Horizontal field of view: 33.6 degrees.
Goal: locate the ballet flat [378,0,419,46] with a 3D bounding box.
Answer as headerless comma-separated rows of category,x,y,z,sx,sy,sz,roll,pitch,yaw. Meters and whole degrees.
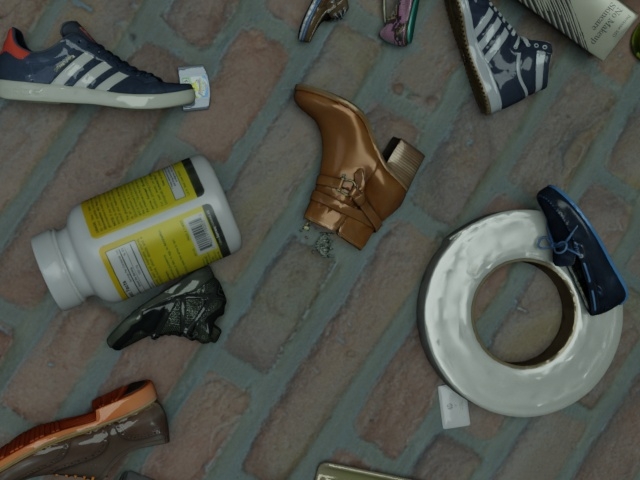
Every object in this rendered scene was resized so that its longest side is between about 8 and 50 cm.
ballet flat,0.160,-0.471,1.972,0.079,0.077,0.222,17,88,13

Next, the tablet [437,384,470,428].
tablet,0.253,0.313,2.013,0.054,0.006,0.083,-7,91,-7

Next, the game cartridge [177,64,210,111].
game cartridge,-0.230,-0.280,1.947,0.055,0.017,0.083,-8,91,-11

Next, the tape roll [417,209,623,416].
tape roll,0.373,0.134,1.992,0.391,0.072,0.392,0,89,-7

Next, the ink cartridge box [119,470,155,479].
ink cartridge box,-0.316,0.582,1.887,0.201,0.117,0.278,24,87,-7

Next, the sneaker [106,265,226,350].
sneaker,-0.266,0.155,1.907,0.227,0.087,0.130,-32,88,-11

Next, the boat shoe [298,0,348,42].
boat shoe,0.021,-0.438,1.951,0.066,0.066,0.183,28,87,-8

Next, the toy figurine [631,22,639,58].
toy figurine,0.736,-0.503,1.965,0.362,0.217,0.191,-37,94,-6

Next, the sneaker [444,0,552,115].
sneaker,0.334,-0.390,1.972,0.153,0.099,0.282,-19,99,-2

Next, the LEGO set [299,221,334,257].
LEGO set,-0.002,0.001,1.971,0.083,0.023,0.054,30,87,-6

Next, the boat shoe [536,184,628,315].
boat shoe,0.462,0.023,1.919,0.089,0.109,0.258,-34,92,-3

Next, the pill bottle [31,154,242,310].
pill bottle,-0.320,-0.007,1.850,0.333,0.188,0.188,-23,93,-6

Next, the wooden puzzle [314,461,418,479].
wooden puzzle,0.080,0.548,1.973,0.220,0.044,0.239,13,89,-7

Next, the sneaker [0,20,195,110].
sneaker,-0.392,-0.309,1.867,0.349,0.131,0.148,4,94,-7

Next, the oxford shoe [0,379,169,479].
oxford shoe,-0.441,0.380,1.869,0.363,0.130,0.133,-24,99,-6

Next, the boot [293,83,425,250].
boot,0.026,-0.135,1.946,0.283,0.109,0.220,34,90,-13

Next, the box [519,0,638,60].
box,0.446,-0.460,1.977,0.275,0.094,0.113,33,109,-5
